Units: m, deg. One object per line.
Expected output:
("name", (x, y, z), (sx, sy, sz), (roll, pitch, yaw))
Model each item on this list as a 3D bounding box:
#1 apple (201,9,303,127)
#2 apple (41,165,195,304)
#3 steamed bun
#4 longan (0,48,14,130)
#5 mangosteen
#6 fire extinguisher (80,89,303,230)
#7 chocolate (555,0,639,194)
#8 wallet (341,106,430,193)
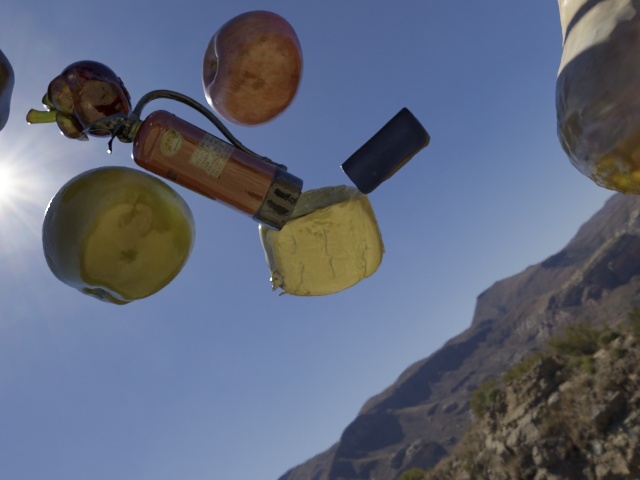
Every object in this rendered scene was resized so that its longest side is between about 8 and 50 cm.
("apple", (-0.219, -0.513, 1.447), (0.270, 0.345, 0.344), (-23, -34, -43))
("apple", (-0.410, -0.006, 0.986), (0.292, 0.292, 0.253), (75, -155, -62))
("steamed bun", (0.000, 0.000, 1.094), (0.273, 0.166, 0.231), (-20, -67, 6))
("longan", (-0.723, -0.307, 0.933), (0.248, 0.248, 0.248), (-36, -27, -22))
("mangosteen", (-0.451, -0.253, 0.914), (0.181, 0.146, 0.155), (-44, -33, -27))
("fire extinguisher", (-0.219, -0.160, 0.898), (0.113, 0.377, 0.200), (-57, 17, 28))
("chocolate", (0.251, -0.170, 0.363), (0.134, 0.134, 0.308), (68, -150, -63))
("wallet", (0.112, -0.152, 0.833), (0.157, 0.082, 0.018), (-42, -17, 20))
